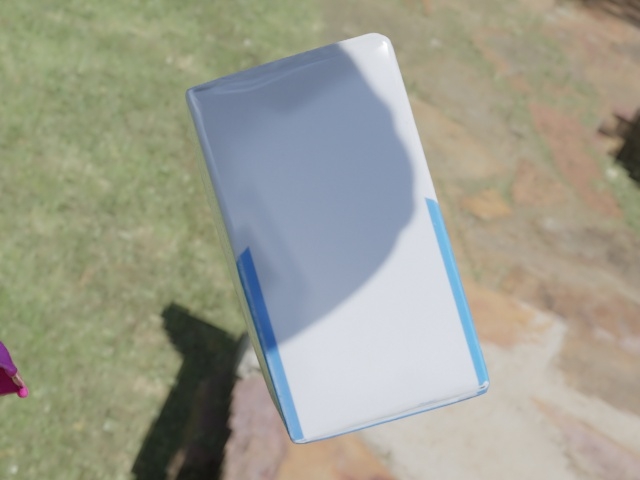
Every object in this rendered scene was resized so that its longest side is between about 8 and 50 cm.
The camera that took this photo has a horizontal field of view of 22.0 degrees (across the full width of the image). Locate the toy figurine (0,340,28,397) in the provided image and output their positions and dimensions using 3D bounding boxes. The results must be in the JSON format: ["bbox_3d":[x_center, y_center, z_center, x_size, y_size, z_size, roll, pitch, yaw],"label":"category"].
[{"bbox_3d":[-0.163,0.111,0.688,0.173,0.130,0.159,-37,109,-63],"label":"toy figurine"}]

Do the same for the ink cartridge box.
[{"bbox_3d":[0.000,0.000,0.438,0.052,0.089,0.122,-17,1,-3],"label":"ink cartridge box"}]
